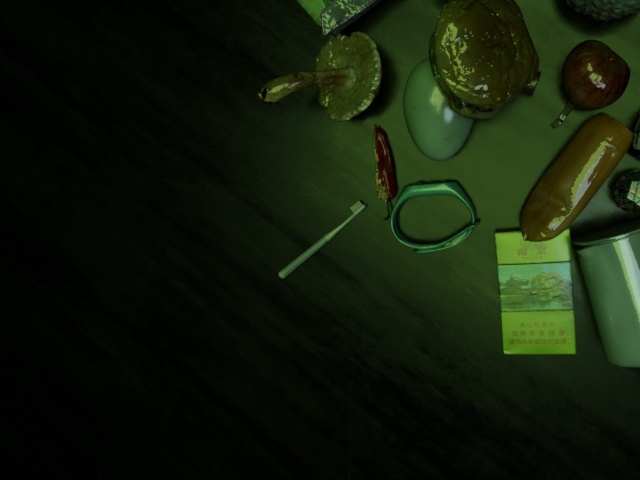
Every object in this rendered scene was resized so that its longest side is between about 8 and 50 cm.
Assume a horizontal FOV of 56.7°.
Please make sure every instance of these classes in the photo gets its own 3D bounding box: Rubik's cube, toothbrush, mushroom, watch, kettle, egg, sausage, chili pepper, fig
[{"bbox_3d":[0.769,-0.118,1.440,0.093,0.111,0.111,-19,93,46],"label":"Rubik's cube"},{"bbox_3d":[0.001,0.002,1.733,0.342,0.025,0.030,-42,80,19],"label":"toothbrush"},{"bbox_3d":[0.028,-0.398,1.529,0.233,0.301,0.208,-21,112,50],"label":"mushroom"},{"bbox_3d":[0.307,-0.065,1.605,0.237,0.068,0.195,-5,98,19],"label":"watch"},{"bbox_3d":[0.776,0.113,1.421,0.265,0.205,0.318,-18,91,22],"label":"kettle"},{"bbox_3d":[0.301,-0.334,1.503,0.183,0.183,0.264,2,109,17],"label":"egg"},{"bbox_3d":[0.619,-0.142,1.468,0.134,0.116,0.354,47,113,38],"label":"sausage"},{"bbox_3d":[0.177,-0.189,1.639,0.050,0.059,0.268,-8,94,-20],"label":"chili pepper"},{"bbox_3d":[0.653,-0.376,1.421,0.149,0.202,0.148,17,66,26],"label":"fig"}]

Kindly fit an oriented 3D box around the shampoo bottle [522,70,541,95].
[{"bbox_3d":[0.434,-0.435,1.509,0.236,0.068,0.067,22,104,11],"label":"shampoo bottle"}]

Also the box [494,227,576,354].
[{"bbox_3d":[0.567,0.134,1.569,0.187,0.047,0.335,-4,97,18],"label":"box"}]

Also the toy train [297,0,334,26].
[{"bbox_3d":[-0.003,-0.652,1.604,0.099,0.072,0.188,-40,87,17],"label":"toy train"}]

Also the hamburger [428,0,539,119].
[{"bbox_3d":[0.378,-0.435,1.366,0.285,0.265,0.134,58,149,-11],"label":"hamburger"}]

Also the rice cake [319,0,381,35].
[{"bbox_3d":[0.160,-0.659,1.519,0.399,0.064,0.070,-34,93,6],"label":"rice cake"}]

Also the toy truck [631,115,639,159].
[{"bbox_3d":[0.839,-0.236,1.356,0.213,0.177,0.161,23,106,12],"label":"toy truck"}]

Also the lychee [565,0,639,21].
[{"bbox_3d":[0.662,-0.630,1.319,0.274,0.255,0.255,-36,87,-14],"label":"lychee"}]
